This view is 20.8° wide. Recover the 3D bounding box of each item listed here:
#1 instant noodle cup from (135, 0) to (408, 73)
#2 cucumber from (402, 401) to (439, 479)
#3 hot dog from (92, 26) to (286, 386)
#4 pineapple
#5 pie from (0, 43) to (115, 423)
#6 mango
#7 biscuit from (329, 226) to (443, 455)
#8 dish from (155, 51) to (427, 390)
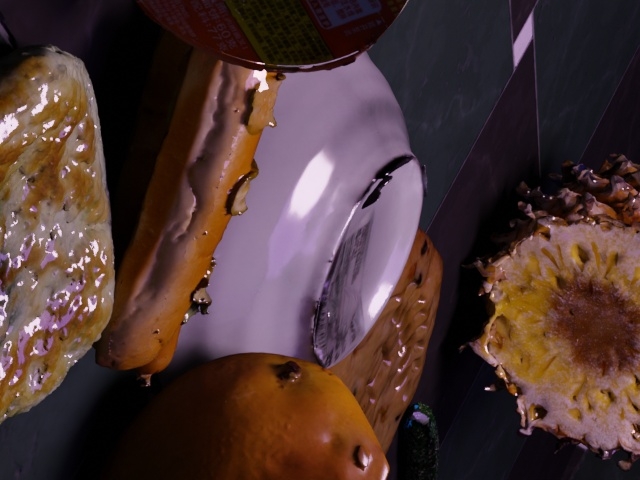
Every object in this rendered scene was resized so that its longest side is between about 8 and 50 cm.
[{"bbox_3d":[-0.001,-0.227,0.960,0.212,0.193,0.193,-60,162,-45],"label":"instant noodle cup"},{"bbox_3d":[0.116,0.259,2.010,0.256,0.043,0.044,86,27,-51],"label":"cucumber"},{"bbox_3d":[-0.084,-0.030,1.048,0.109,0.072,0.269,-119,-135,-59],"label":"hot dog"},{"bbox_3d":[0.346,0.059,1.981,0.300,0.352,0.352,-47,154,-61],"label":"pineapple"},{"bbox_3d":[-0.172,0.007,0.917,0.240,0.054,0.240,-51,154,-37],"label":"pie"},{"bbox_3d":[-0.069,0.178,1.212,0.236,0.166,0.136,-56,-173,20],"label":"mango"},{"bbox_3d":[0.029,0.150,1.650,0.359,0.046,0.359,-52,155,-37],"label":"biscuit"},{"bbox_3d":[0.000,0.000,1.298,0.316,0.106,0.316,-53,157,-35],"label":"dish"}]
